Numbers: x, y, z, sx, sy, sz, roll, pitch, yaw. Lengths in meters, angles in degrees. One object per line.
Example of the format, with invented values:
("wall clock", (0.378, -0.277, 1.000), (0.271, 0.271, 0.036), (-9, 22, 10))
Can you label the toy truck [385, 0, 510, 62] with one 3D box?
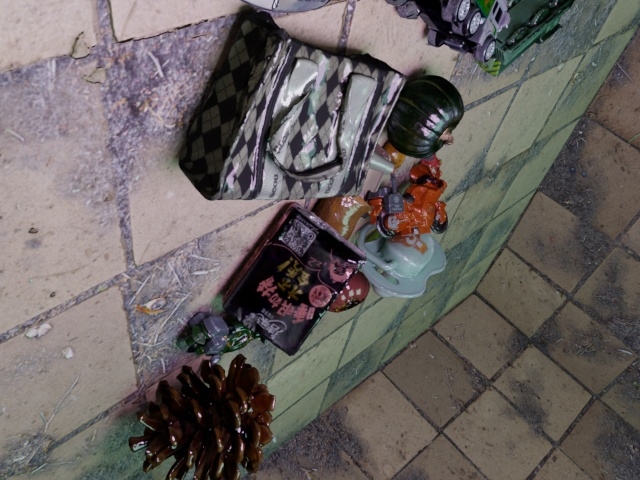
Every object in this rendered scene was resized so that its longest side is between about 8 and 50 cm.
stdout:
("toy truck", (0.279, -0.503, 1.173), (0.363, 0.176, 0.178), (13, 105, -61))

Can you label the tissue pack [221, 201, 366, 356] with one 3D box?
("tissue pack", (-0.070, 0.097, 1.440), (0.332, 0.245, 0.123), (-54, -179, 11))

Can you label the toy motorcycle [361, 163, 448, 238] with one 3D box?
("toy motorcycle", (0.272, -0.122, 1.744), (0.325, 0.222, 0.147), (-5, 177, -37))

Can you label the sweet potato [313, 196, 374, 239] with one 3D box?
("sweet potato", (-0.002, -0.002, 1.532), (0.337, 0.131, 0.131), (-54, 155, 16))

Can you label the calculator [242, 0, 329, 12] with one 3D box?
("calculator", (-0.031, -0.446, 0.898), (0.268, 0.040, 0.177), (-18, 144, -48))

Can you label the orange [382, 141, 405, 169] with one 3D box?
("orange", (0.197, -0.236, 1.573), (0.086, 0.062, 0.086), (-47, 151, -36))

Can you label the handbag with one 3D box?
("handbag", (-0.030, -0.234, 1.080), (0.416, 0.180, 0.317), (-8, 131, -49))

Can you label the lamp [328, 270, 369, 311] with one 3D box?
("lamp", (0.072, 0.159, 1.899), (0.181, 0.140, 0.182), (-22, 156, -10))

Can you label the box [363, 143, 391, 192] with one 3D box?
("box", (0.120, -0.191, 1.490), (0.062, 0.089, 0.122), (-12, 139, -37))

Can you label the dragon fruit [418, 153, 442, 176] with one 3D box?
("dragon fruit", (0.354, -0.237, 1.832), (0.083, 0.060, 0.056), (-35, 157, -20))

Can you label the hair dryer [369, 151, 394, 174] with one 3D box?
("hair dryer", (0.139, -0.252, 1.387), (0.167, 0.067, 0.199), (35, 93, -28))

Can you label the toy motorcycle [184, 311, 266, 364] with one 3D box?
("toy motorcycle", (-0.239, 0.243, 1.527), (0.187, 0.125, 0.274), (-43, 157, 15))

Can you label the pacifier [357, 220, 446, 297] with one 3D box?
("pacifier", (0.234, 0.078, 1.853), (0.343, 0.288, 0.269), (-34, 159, -44))

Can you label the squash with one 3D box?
("squash", (0.261, -0.305, 1.436), (0.218, 0.172, 0.218), (-157, -90, -89))

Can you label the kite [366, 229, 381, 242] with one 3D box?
("kite", (0.273, -0.034, 2.071), (0.377, 0.013, 0.328), (-9, 136, -53))

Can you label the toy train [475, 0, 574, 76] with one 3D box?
("toy train", (0.541, -0.575, 1.532), (0.330, 0.138, 0.178), (-42, 160, -10))

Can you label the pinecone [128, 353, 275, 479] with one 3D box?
("pinecone", (-0.330, 0.490, 1.544), (0.384, 0.384, 0.385), (-37, 154, -21))
